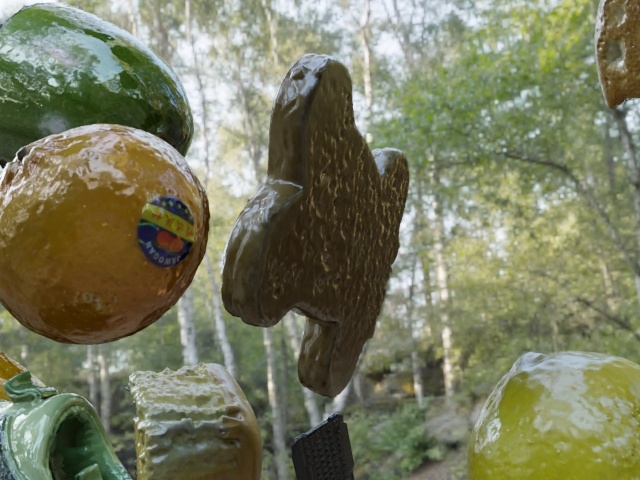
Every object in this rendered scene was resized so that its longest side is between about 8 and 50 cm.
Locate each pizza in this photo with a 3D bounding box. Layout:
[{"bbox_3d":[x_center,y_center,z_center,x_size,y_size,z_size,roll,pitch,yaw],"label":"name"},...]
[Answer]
[{"bbox_3d":[0.318,-0.225,0.738,0.058,0.127,0.246,-19,-45,-22],"label":"pizza"}]

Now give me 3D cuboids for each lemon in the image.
[{"bbox_3d":[0.300,0.265,0.900,0.293,0.292,0.293,-3,-13,-1],"label":"lemon"}]

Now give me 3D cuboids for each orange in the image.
[{"bbox_3d":[-0.173,-0.007,0.624,0.178,0.177,0.155,-14,-29,36],"label":"orange"}]

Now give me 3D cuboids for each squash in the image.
[{"bbox_3d":[-0.326,-0.217,1.263,0.309,0.310,0.310,11,-3,34],"label":"squash"}]

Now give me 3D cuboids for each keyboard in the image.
[{"bbox_3d":[0.017,0.386,1.222,0.106,0.262,0.016,-28,30,-34],"label":"keyboard"}]

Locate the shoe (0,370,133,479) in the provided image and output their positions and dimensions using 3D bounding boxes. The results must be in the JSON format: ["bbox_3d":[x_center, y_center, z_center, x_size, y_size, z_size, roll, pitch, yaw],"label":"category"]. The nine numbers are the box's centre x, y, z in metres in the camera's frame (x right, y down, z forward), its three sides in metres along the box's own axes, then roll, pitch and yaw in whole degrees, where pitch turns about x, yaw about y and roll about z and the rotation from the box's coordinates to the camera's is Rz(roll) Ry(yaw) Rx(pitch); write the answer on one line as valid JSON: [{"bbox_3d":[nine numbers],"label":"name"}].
[{"bbox_3d":[-0.187,0.223,0.554,0.128,0.262,0.140,-31,-13,25],"label":"shoe"}]

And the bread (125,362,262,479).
[{"bbox_3d":[-0.181,0.308,1.209,0.204,0.261,0.162,-1,-21,-26],"label":"bread"}]

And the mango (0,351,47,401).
[{"bbox_3d":[-0.369,0.185,0.853,0.257,0.138,0.187,17,-21,44],"label":"mango"}]

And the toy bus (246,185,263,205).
[{"bbox_3d":[-0.023,-0.049,1.266,0.195,0.089,0.081,-22,-43,-34],"label":"toy bus"}]

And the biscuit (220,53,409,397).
[{"bbox_3d":[0.000,0.000,1.028,0.076,0.368,0.394,11,-14,25],"label":"biscuit"}]
